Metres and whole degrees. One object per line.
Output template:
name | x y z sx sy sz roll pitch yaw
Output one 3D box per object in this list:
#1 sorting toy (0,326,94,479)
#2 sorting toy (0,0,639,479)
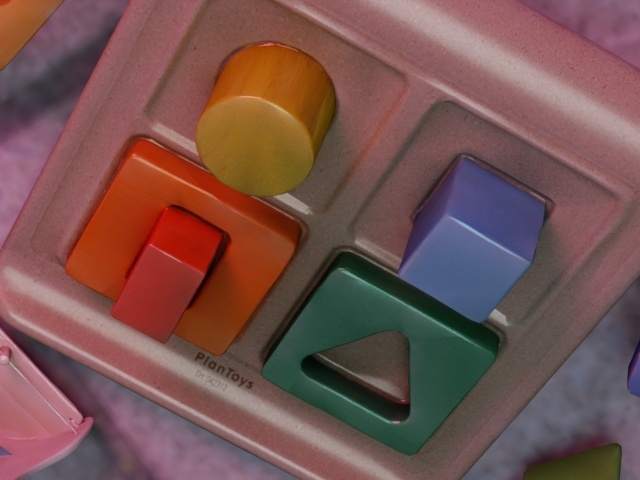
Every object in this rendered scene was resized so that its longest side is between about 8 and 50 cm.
sorting toy | -0.123 0.056 0.618 0.045 0.075 0.083 -39 101 11
sorting toy | 0.000 0.000 0.588 0.348 0.047 0.196 29 125 -7
